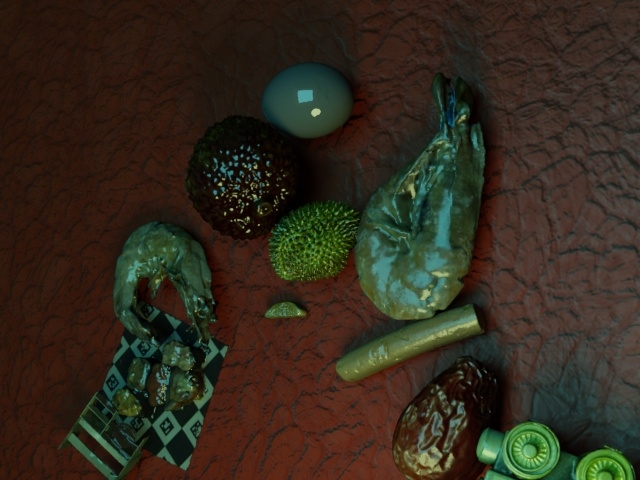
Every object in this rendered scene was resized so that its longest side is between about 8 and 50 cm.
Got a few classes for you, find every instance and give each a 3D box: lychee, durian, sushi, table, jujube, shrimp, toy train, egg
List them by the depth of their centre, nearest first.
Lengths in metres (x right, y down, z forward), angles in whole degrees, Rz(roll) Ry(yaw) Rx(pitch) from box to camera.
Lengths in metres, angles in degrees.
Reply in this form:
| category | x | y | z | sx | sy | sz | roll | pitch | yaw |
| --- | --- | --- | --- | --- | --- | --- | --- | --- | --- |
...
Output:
| category | x | y | z | sx | sy | sz | roll | pitch | yaw |
| --- | --- | --- | --- | --- | --- | --- | --- | --- | --- |
| toy train | 0.367 | 0.394 | 1.613 | 0.272 | 0.159 | 0.188 | 20 | 81 | 13 |
| jujube | 0.222 | 0.313 | 1.749 | 0.168 | 0.168 | 0.236 | 24 | 82 | 32 |
| shrimp | 0.188 | -0.076 | 1.840 | 0.221 | 0.110 | 0.445 | 14 | 88 | 25 |
| durian | -0.010 | -0.004 | 1.930 | 0.198 | 0.159 | 0.146 | -31 | 73 | 24 |
| egg | -0.027 | -0.271 | 1.990 | 0.199 | 0.146 | 0.146 | 6 | 86 | 39 |
| lychee | -0.151 | -0.127 | 1.997 | 0.236 | 0.236 | 0.271 | -48 | 32 | 16 |
| shrimp | -0.323 | 0.108 | 2.136 | 0.247 | 0.085 | 0.360 | -47 | 53 | 10 |
| sushi | -0.358 | 0.298 | 2.156 | 0.292 | 0.059 | 0.294 | 21 | 94 | 33 |
| table | -0.447 | 0.420 | 2.165 | 0.146 | 0.062 | 0.175 | 41 | 107 | 13 |

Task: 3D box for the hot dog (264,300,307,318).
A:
| category | x | y | z | sx | sy | sz | roll | pitch | yaw |
| --- | --- | --- | --- | --- | --- | --- | --- | --- | --- |
| hot dog | -0.068 | 0.135 | 2.020 | 0.090 | 0.030 | 0.034 | -5 | 78 | 30 |

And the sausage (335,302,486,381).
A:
| category | x | y | z | sx | sy | sz | roll | pitch | yaw |
| --- | --- | --- | --- | --- | --- | --- | --- | --- | --- |
| sausage | 0.157 | 0.186 | 1.857 | 0.301 | 0.066 | 0.066 | -26 | 70 | 25 |
